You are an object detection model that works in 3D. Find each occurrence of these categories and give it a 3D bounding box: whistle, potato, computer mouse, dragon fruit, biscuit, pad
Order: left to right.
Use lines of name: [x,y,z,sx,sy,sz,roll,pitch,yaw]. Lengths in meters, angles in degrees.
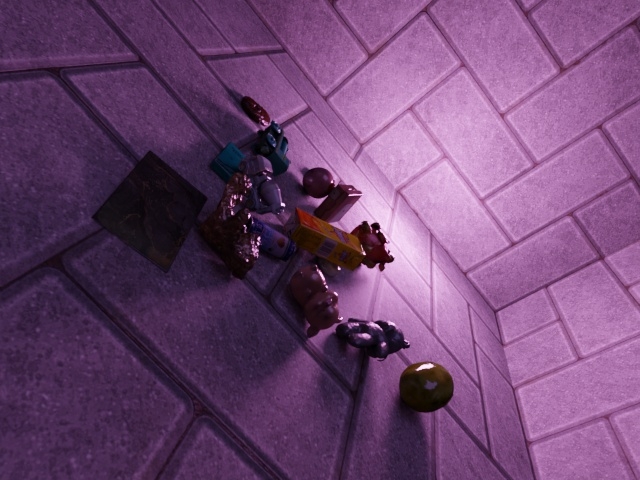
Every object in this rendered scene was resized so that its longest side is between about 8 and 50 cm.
pad: [-0.496,-0.102,1.349,0.247,0.007,0.368,42,35,-24]
computer mouse: [-0.473,-0.157,1.474,0.096,0.039,0.066,43,35,-22]
biscuit: [-0.342,-0.695,2.368,0.192,0.049,0.192,45,23,-25]
whistle: [0.062,0.097,2.058,0.126,0.067,0.258,57,23,7]
dragon fruit: [0.260,0.031,2.299,0.307,0.227,0.243,10,54,-60]
potato: [0.454,0.632,1.907,0.304,0.216,0.216,-6,63,-51]

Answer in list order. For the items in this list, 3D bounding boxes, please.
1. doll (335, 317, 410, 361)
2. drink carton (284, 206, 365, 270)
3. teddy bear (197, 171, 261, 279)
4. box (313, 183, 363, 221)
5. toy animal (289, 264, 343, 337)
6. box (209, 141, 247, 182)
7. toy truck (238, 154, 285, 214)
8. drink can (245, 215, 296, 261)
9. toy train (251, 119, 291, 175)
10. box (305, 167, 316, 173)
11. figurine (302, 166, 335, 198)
doll: [0.202,0.417,1.848,0.340,0.158,0.246,1,24,-43]
drink carton: [0.020,-0.004,1.950,0.351,0.111,0.155,24,25,-26]
teddy bear: [-0.270,-0.052,1.481,0.222,0.246,0.296,31,59,-6]
box: [0.092,-0.192,2.302,0.086,0.215,0.215,48,24,13]
toy animal: [-0.023,0.218,1.660,0.250,0.166,0.154,65,-17,9]
box: [-0.362,-0.310,1.854,0.161,0.042,0.226,45,26,-19]
toy truck: [-0.233,-0.220,1.790,0.108,0.140,0.257,15,61,-70]
drink can: [-0.204,-0.006,1.688,0.235,0.097,0.097,33,32,-40]
toy train: [-0.230,-0.466,2.199,0.194,0.120,0.298,48,27,-28]
box: [-0.030,-0.364,2.514,0.091,0.031,0.126,52,26,-3]
figurine: [-0.012,-0.303,2.314,0.173,0.173,0.173,40,28,-27]
